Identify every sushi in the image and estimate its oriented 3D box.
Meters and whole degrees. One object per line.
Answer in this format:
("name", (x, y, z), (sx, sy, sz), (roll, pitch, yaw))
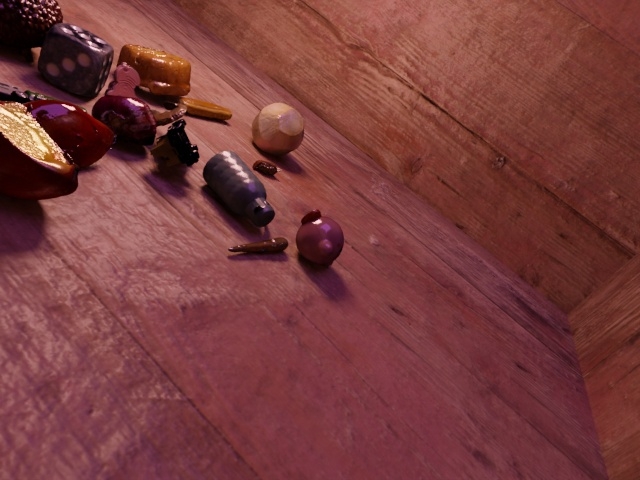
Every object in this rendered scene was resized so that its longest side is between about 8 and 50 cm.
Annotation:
("sushi", (-0.231, -0.315, 1.848), (0.120, 0.052, 0.055), (16, 32, -36))

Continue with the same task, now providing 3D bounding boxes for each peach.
("peach", (-0.664, -0.171, 0.930), (0.267, 0.154, 0.159), (47, 17, 3))
("peach", (-0.663, -0.284, 1.128), (0.279, 0.068, 0.189), (-19, 97, -50))

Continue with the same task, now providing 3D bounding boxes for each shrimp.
("shrimp", (-0.578, -0.465, 1.541), (0.173, 0.058, 0.253), (-33, 42, -23))

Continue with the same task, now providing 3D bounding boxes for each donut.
("donut", (-0.705, -0.729, 1.836), (0.299, 0.150, 0.317), (11, 26, -19))

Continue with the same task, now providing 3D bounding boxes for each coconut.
("coconut", (-0.208, -0.534, 2.069), (0.259, 0.259, 0.259), (28, 26, -15))

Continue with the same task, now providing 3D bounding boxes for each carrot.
("carrot", (-0.188, 0.019, 1.327), (0.254, 0.049, 0.049), (-6, 47, -52))

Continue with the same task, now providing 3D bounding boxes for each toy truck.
("toy truck", (-0.773, -0.358, 1.188), (0.242, 0.101, 0.125), (8, 32, -50))
("toy truck", (-0.484, -0.318, 1.427), (0.257, 0.127, 0.127), (-117, -178, -63))

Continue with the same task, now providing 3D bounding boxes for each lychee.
("lychee", (-1.007, -0.750, 1.425), (0.264, 0.300, 0.264), (-3, 10, 1))

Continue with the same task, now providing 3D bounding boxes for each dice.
("dice", (-0.832, -0.617, 1.465), (0.183, 0.182, 0.181), (24, 27, -20))

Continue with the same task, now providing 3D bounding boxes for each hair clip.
("hair clip", (-0.723, -0.567, 1.576), (0.102, 0.138, 0.123), (54, 23, 24))

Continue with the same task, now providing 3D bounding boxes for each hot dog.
("hot dog", (-0.526, -0.598, 1.962), (0.286, 0.061, 0.088), (-2, 44, -50))

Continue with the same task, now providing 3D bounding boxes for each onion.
("onion", (-0.629, -0.400, 1.399), (0.195, 0.140, 0.218), (9, 19, -10))

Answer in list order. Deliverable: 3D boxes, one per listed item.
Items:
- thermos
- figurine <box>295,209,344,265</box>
("thermos", (-0.261, -0.158, 1.449), (0.286, 0.145, 0.182), (48, -3, 20))
("figurine", (0.000, 0.000, 1.455), (0.173, 0.173, 0.173), (28, 26, -15))
